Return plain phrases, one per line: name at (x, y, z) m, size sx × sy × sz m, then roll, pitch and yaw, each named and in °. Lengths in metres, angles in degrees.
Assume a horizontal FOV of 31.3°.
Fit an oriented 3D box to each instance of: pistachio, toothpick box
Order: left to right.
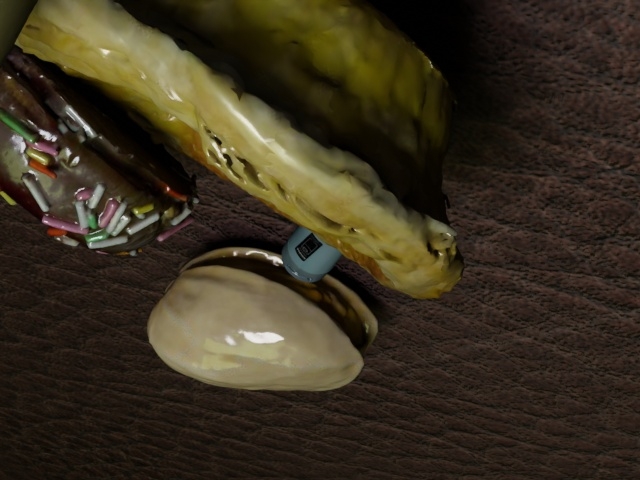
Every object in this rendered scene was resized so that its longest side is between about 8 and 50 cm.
pistachio at (-0.060, 0.088, 1.156) m, size 0.229 × 0.157 × 0.157 m, roll 9°, pitch 145°, yaw 10°
toothpick box at (0.000, 0.000, 1.091) m, size 0.052 × 0.052 × 0.083 m, roll 27°, pitch 145°, yaw -8°

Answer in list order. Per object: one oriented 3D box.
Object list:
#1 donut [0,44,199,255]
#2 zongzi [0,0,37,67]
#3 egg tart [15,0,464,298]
donut at (-0.217, -0.090, 0.923) m, size 0.269 × 0.103 × 0.270 m, roll 46°, pitch -175°, yaw -5°
zongzi at (-0.126, -0.287, 0.489) m, size 0.181 × 0.418 × 0.447 m, roll 7°, pitch 152°, yaw -26°
egg tart at (-0.040, -0.109, 0.780) m, size 0.388 × 0.169 × 0.388 m, roll 35°, pitch -178°, yaw -2°
